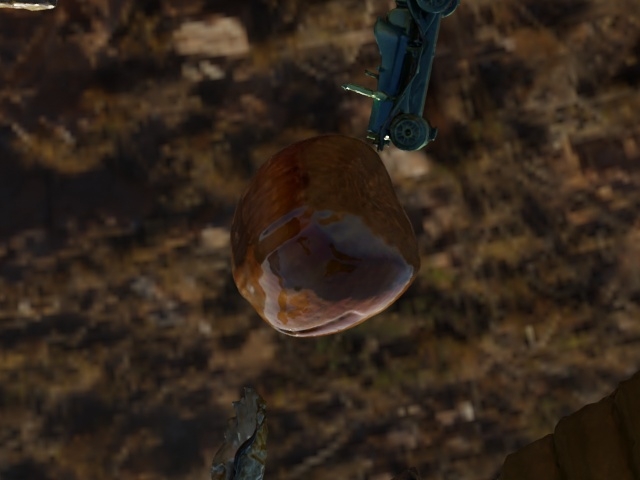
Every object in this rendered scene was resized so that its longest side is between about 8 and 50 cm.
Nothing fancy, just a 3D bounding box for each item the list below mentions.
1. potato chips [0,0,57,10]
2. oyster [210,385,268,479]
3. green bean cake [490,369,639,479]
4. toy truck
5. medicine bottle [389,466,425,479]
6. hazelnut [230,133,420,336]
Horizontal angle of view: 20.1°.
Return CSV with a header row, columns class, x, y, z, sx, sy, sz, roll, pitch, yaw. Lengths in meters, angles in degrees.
class,x,y,z,sx,sy,sz,roll,pitch,yaw
potato chips,-0.315,-0.219,1.481,0.080,0.057,0.407,7,-177,-29
oyster,-0.065,0.180,1.358,0.045,0.146,0.122,10,149,3
green bean cake,0.223,0.161,0.881,0.229,0.131,0.224,-34,117,22
toy truck,0.063,-0.147,1.446,0.078,0.154,0.080,11,-174,7
medicine bottle,0.122,0.249,1.140,0.079,0.258,0.124,-54,167,6
hazelnut,0.000,0.000,1.420,0.150,0.150,0.150,-7,150,-4
